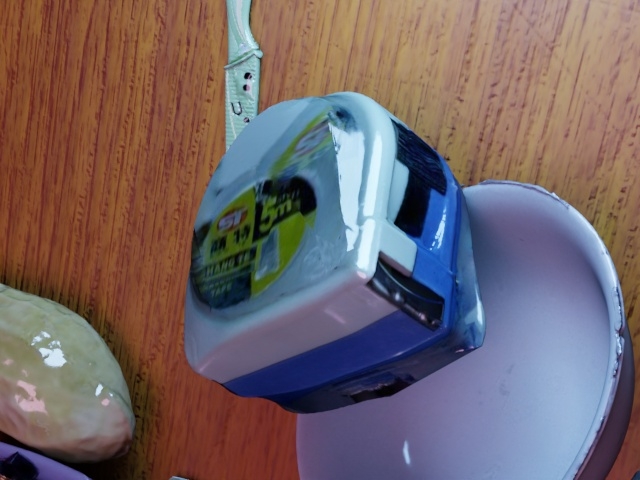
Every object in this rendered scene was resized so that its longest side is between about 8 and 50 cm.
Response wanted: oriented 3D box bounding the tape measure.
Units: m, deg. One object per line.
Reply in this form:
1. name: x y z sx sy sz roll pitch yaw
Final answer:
1. tape measure: -0.001 0.001 0.886 0.259 0.138 0.262 -26 49 39

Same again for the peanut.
1. peanut: -0.361 0.141 1.154 0.340 0.158 0.174 12 81 21

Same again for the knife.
1. knife: -0.079 -0.196 1.025 0.043 0.020 0.293 8 103 24

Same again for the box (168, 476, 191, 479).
1. box: -0.088 0.338 1.121 0.198 0.029 0.109 10 103 24

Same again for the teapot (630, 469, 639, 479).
1. teapot: 0.399 0.220 0.744 0.305 0.223 0.285 -21 97 15

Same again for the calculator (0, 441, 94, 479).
1. calculator: -0.334 0.270 1.162 0.294 0.194 0.043 12 67 29

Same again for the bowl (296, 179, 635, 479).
1. bowl: 0.146 0.135 0.862 0.345 0.157 0.345 -32 43 36
